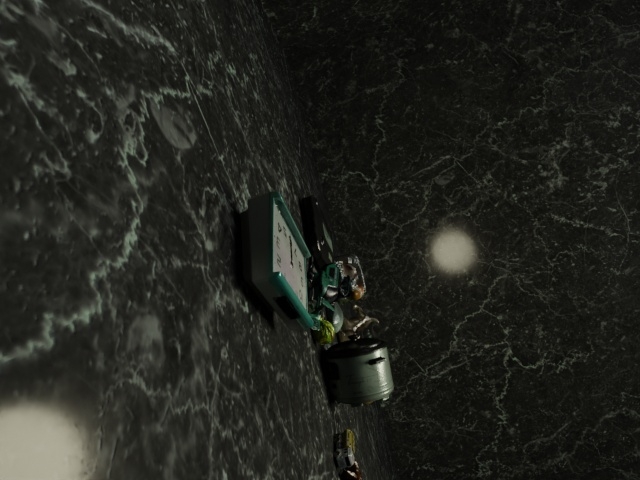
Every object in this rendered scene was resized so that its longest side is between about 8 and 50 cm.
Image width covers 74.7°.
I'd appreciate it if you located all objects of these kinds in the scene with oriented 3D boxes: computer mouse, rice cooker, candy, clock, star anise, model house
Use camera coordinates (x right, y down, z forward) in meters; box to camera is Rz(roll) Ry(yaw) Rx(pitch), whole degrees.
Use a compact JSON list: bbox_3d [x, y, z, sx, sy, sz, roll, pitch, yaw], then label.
[{"bbox_3d":[0.069,0.334,1.947,0.229,0.068,0.113,-95,170,-57],"label":"computer mouse"},{"bbox_3d":[0.136,0.454,1.510,0.280,0.241,0.227,-21,-104,60],"label":"rice cooker"},{"bbox_3d":[-0.021,0.235,1.460,0.073,0.077,0.262,4,63,-67],"label":"candy"},{"bbox_3d":[-0.103,0.057,0.964,0.262,0.116,0.231,64,17,-53],"label":"clock"},{"bbox_3d":[0.102,0.754,1.309,0.168,0.057,0.168,-16,90,-85],"label":"star anise"},{"bbox_3d":[0.131,0.207,2.249,0.301,0.190,0.271,22,55,-81],"label":"model house"}]

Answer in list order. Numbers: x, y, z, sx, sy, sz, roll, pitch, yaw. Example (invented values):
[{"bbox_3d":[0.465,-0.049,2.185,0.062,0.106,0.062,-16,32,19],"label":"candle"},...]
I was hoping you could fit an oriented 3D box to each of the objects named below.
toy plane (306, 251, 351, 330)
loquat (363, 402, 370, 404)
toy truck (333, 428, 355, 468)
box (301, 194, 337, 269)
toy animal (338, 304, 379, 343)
[{"bbox_3d":[0.004,0.172,1.419,0.155,0.106,0.382,38,30,-15],"label":"toy plane"},{"bbox_3d":[0.199,0.685,1.952,0.163,0.137,0.163,2,90,-81],"label":"loquat"},{"bbox_3d":[0.077,0.647,1.307,0.123,0.062,0.052,-81,156,-75],"label":"toy truck"},{"bbox_3d":[0.000,0.000,2.031,0.359,0.091,0.350,64,13,-52],"label":"box"},{"bbox_3d":[0.159,0.435,2.096,0.168,0.233,0.121,29,-40,37],"label":"toy animal"}]
